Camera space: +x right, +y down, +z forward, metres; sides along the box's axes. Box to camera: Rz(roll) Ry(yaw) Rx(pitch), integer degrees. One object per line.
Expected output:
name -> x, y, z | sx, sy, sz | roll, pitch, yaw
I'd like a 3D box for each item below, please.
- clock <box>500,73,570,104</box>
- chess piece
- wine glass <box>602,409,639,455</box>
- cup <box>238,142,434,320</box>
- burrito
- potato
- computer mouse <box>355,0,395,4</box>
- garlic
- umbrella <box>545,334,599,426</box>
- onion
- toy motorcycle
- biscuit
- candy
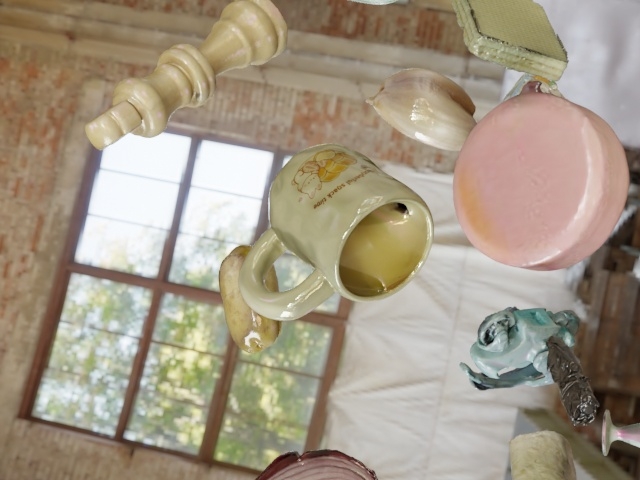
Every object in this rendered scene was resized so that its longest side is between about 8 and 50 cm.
clock -> 0.385, -0.208, 1.924 | 0.231, 0.144, 0.103 | -53, 1, -37
chess piece -> -0.215, -0.258, 1.720 | 0.397, 0.117, 0.117 | -44, -30, -35
wine glass -> 0.464, 0.269, 1.466 | 0.073, 0.155, 0.073 | 0, -90, -71
cup -> 0.015, 0.004, 1.512 | 0.173, 0.202, 0.255 | 24, -79, -41
burrito -> 0.398, 0.466, 1.855 | 0.143, 0.105, 0.299 | 47, -155, -25
potato -> -0.108, 0.087, 1.672 | 0.107, 0.080, 0.170 | -42, 52, 50
computer mouse -> 0.063, -0.532, 2.100 | 0.159, 0.288, 0.097 | -60, -35, -18
garlic -> 0.216, -0.266, 2.124 | 0.217, 0.228, 0.110 | -109, 36, -47
umbrella -> 0.433, 0.238, 1.897 | 0.235, 0.059, 0.066 | -98, 29, -65
onion -> -0.038, 0.431, 1.618 | 0.120, 0.284, 0.227 | 129, 147, -51
toy motorcycle -> 0.401, 0.218, 2.181 | 0.154, 0.260, 0.206 | 60, 138, 41
biscuit -> 0.277, -0.330, 1.642 | 0.252, 0.150, 0.052 | -96, 24, -52
candy -> 0.301, -0.087, 1.492 | 0.094, 0.255, 0.255 | 11, -90, -47
